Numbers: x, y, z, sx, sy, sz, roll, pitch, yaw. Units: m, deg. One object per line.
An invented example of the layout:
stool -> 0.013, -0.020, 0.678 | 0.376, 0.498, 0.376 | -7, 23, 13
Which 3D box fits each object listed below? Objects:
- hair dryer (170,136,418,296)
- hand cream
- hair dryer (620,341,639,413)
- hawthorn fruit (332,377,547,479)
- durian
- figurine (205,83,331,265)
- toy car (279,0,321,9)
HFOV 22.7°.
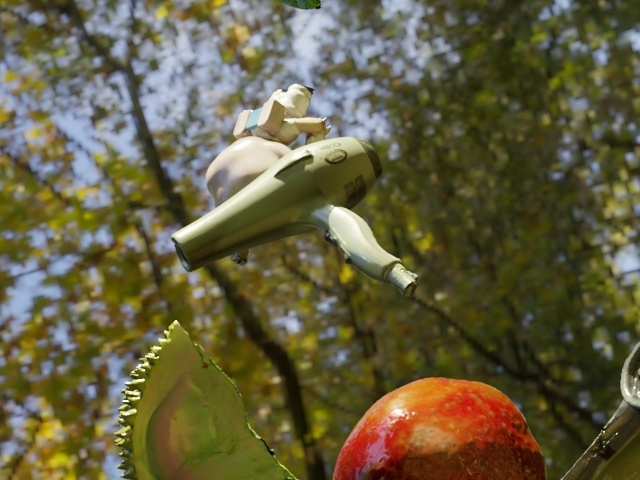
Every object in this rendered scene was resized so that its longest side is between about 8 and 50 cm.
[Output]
hair dryer -> -0.032, -0.001, 1.531 | 0.225, 0.219, 0.088 | -105, 0, -48
hand cream -> 0.199, 0.144, 0.900 | 0.086, 0.055, 0.235 | -53, -41, 2
hair dryer -> 0.283, 0.036, 0.837 | 0.235, 0.091, 0.272 | 33, -107, -24
hawthorn fruit -> 0.138, 0.337, 2.140 | 0.369, 0.284, 0.285 | -19, -86, -56
durian -> -0.129, 0.262, 1.843 | 0.355, 0.169, 0.157 | 51, -161, -39
figurine -> -0.066, -0.087, 1.839 | 0.112, 0.137, 0.229 | 44, -127, -36
toy car -> -0.043, -0.267, 1.347 | 0.062, 0.071, 0.165 | -34, -54, -23
